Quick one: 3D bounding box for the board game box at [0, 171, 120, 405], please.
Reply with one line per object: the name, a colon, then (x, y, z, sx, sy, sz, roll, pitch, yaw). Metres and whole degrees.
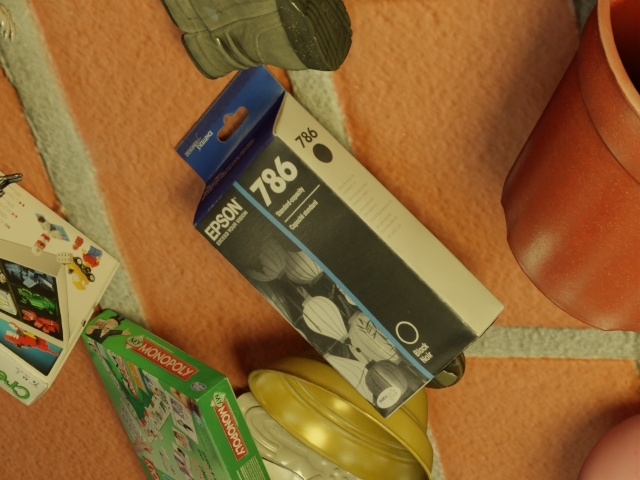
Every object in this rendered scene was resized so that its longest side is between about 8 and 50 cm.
board game box: (-0.364, 0.002, 1.876, 0.305, 0.193, 0.053, 38, 132, -12)

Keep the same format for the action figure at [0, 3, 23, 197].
action figure: (-0.359, -0.162, 1.768, 0.276, 0.141, 0.164, 69, 160, 8)

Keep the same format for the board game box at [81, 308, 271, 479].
board game box: (-0.131, 0.236, 2.024, 0.213, 0.046, 0.317, 26, 145, 45)

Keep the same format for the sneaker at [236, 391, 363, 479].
sneaker: (-0.016, 0.256, 2.044, 0.235, 0.090, 0.095, 40, 141, -4)

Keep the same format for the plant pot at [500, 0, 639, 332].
plant pot: (0.287, -0.070, 1.512, 0.272, 0.272, 0.265, 28, 142, -3)

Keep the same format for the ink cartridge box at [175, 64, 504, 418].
ink cartridge box: (0.000, 0.000, 1.758, 0.333, 0.065, 0.165, 45, 133, 3)

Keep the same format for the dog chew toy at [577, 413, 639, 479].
dog chew toy: (0.412, 0.242, 1.775, 0.331, 0.207, 0.207, -18, 122, 24)

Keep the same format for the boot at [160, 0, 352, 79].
boot: (-0.083, -0.240, 1.627, 0.161, 0.083, 0.246, 1, 129, 29)

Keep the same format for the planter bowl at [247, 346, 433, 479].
planter bowl: (0.041, 0.160, 1.900, 0.217, 0.090, 0.217, 29, 158, 13)

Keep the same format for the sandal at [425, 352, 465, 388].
sandal: (0.080, 0.043, 1.818, 0.090, 0.060, 0.219, -19, 112, 39)
